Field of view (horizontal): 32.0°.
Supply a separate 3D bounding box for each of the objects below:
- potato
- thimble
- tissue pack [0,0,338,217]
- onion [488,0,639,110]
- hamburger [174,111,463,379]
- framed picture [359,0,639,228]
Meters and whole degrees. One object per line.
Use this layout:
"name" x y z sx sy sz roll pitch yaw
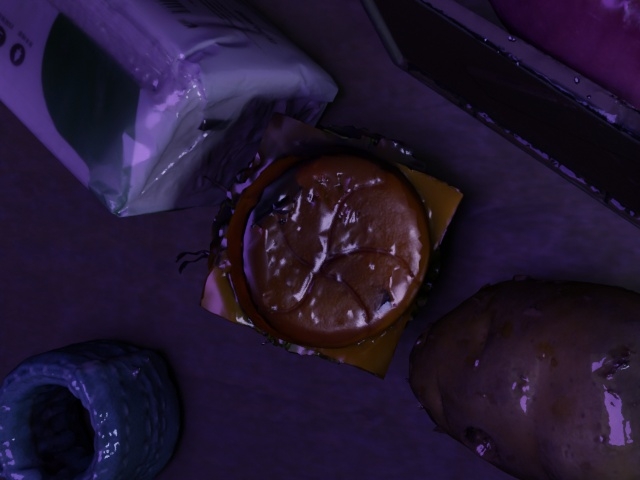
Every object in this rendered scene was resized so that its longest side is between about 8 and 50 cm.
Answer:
"potato" 0.210 0.129 1.023 0.296 0.141 0.192 5 91 40
"thimble" -0.284 0.216 1.346 0.235 0.143 0.198 -46 73 26
"tissue pack" -0.196 -0.197 1.163 0.356 0.266 0.194 43 116 21
"onion" 0.278 -0.279 0.836 0.358 0.345 0.358 -5 73 15
"hamburger" 0.000 0.000 1.096 0.261 0.138 0.243 25 94 -15
"framed picture" 0.165 -0.126 0.967 0.335 0.247 0.022 37 88 23
